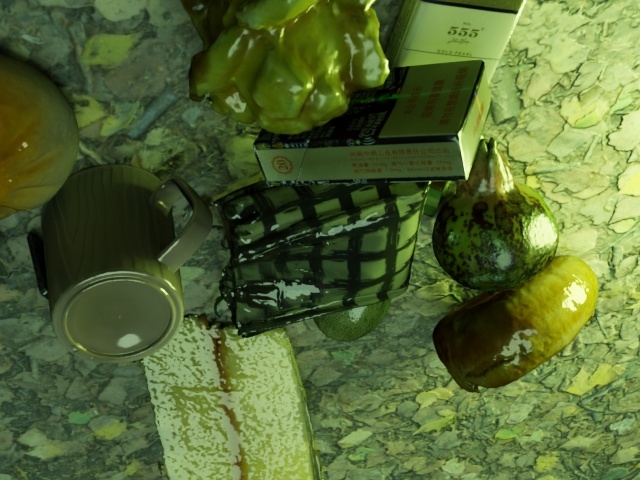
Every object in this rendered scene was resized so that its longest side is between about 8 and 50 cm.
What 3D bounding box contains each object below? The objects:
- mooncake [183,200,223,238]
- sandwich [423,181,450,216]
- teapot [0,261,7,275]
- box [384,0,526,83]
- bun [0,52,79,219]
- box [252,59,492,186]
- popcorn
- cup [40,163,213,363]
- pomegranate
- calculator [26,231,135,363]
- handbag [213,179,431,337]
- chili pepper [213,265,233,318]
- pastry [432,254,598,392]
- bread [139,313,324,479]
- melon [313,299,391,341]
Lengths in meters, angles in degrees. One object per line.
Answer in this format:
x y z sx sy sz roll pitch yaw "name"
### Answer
-0.057 -0.027 1.874 0.347 0.057 0.150 18 121 -27 "mooncake"
0.164 -0.105 1.879 0.116 0.074 0.074 23 136 9 "sandwich"
-0.658 0.104 1.749 0.305 0.285 0.223 2 157 27 "teapot"
0.201 -0.325 1.604 0.168 0.071 0.259 4 134 -17 "box"
-0.508 -0.128 1.578 0.299 0.164 0.299 -6 137 -5 "bun"
0.080 -0.170 1.566 0.310 0.198 0.084 -1 129 23 "box"
-0.030 -0.304 1.443 0.321 0.325 0.290 10 165 48 "popcorn"
-0.302 0.027 1.716 0.288 0.273 0.208 -15 132 -3 "cup"
0.281 -0.041 1.854 0.204 0.222 0.276 -30 102 29 "pomegranate"
-0.408 0.100 1.850 0.021 0.161 0.261 -36 133 7 "calculator"
0.000 0.000 1.722 0.327 0.162 0.325 -17 150 -12 "handbag"
-0.104 0.053 1.942 0.279 0.065 0.122 -25 150 18 "chili pepper"
0.369 0.155 2.006 0.356 0.163 0.356 -29 175 -3 "pastry"
-0.171 0.339 2.125 0.346 0.242 0.405 -8 141 -9 "bread"
0.055 0.114 1.988 0.139 0.139 0.192 16 125 -28 "melon"
